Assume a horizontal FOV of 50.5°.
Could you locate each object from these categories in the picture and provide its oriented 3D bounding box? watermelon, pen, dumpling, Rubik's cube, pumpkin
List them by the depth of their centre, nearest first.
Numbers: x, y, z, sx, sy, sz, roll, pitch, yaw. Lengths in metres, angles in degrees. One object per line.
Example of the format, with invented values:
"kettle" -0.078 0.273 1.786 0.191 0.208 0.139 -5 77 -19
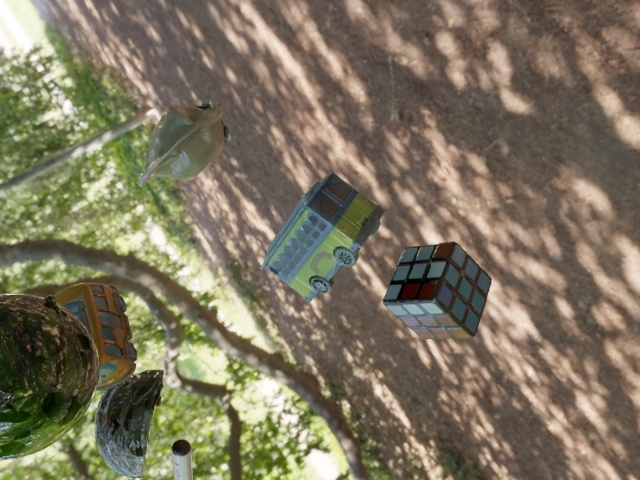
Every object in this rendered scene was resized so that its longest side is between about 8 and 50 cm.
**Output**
"watermelon" -0.442 0.192 0.976 0.242 0.242 0.242 51 164 21
"pen" -0.220 0.409 1.106 0.033 0.033 0.269 46 144 35
"Rubik's cube" 0.263 0.115 1.525 0.160 0.162 0.163 41 150 -28
"pumpkin" -0.448 0.443 1.529 0.169 0.148 0.312 -93 15 -66
"dumpling" -0.317 -0.205 1.580 0.163 0.293 0.204 30 -142 -36

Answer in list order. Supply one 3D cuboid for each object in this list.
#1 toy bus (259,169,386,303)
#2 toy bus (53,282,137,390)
"toy bus" 0.000 0.000 1.636 0.190 0.152 0.312 36 140 -2
"toy bus" -0.454 0.184 1.337 0.136 0.126 0.209 55 -166 -68
